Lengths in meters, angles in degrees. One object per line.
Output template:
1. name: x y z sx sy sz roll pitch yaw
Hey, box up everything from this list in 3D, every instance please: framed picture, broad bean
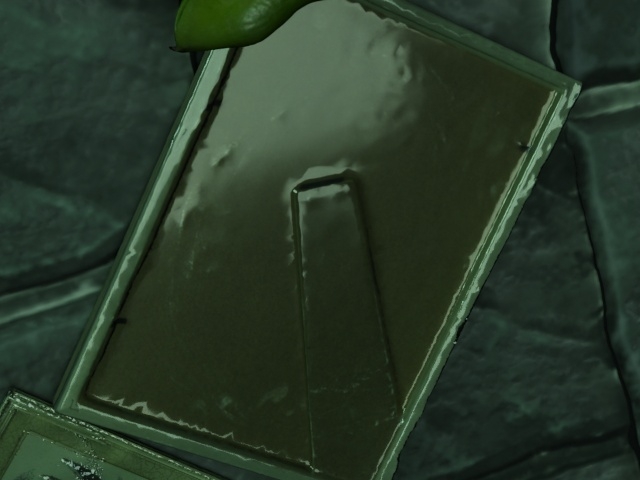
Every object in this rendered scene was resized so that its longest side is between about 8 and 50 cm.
1. framed picture: -0.149 0.217 0.950 0.231 0.010 0.173 26 100 -20
2. broad bean: 0.044 -0.200 0.809 0.318 0.056 0.098 -35 152 4
3. framed picture: 0.000 0.000 0.912 0.247 0.022 0.335 21 101 -20
